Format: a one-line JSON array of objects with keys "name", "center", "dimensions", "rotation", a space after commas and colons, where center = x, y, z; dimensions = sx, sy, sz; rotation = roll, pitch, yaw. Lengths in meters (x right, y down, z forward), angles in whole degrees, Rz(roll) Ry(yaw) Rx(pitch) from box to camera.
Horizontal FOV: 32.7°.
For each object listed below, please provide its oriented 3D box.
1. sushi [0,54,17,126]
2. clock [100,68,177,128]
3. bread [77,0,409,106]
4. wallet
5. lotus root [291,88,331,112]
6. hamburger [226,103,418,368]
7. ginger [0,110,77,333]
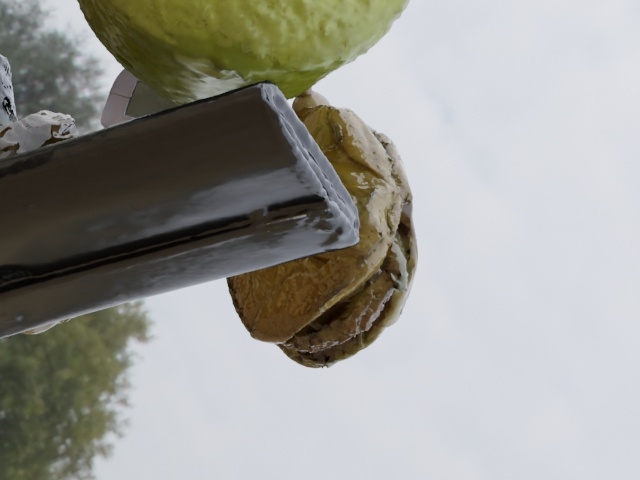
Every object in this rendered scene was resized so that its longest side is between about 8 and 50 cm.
[{"name": "sushi", "center": [-0.519, -0.182, 1.454], "dimensions": [0.124, 0.225, 0.127], "rotation": [73, 1, -69]}, {"name": "clock", "center": [-0.213, -0.160, 1.717], "dimensions": [0.189, 0.189, 0.254], "rotation": [57, 0, 20]}, {"name": "bread", "center": [-0.089, -0.299, 1.077], "dimensions": [0.348, 0.348, 0.308], "rotation": [70, -18, 0]}, {"name": "wallet", "center": [-0.186, -0.010, 0.955], "dimensions": [0.228, 0.406, 0.062], "rotation": [55, 25, -53]}, {"name": "lotus root", "center": [-0.006, -0.169, 1.591], "dimensions": [0.073, 0.062, 0.150], "rotation": [-99, 171, -69]}, {"name": "hamburger", "center": [-0.001, 0.000, 1.236], "dimensions": [0.259, 0.144, 0.283], "rotation": [-29, -131, 31]}, {"name": "ginger", "center": [-0.314, -0.018, 1.174], "dimensions": [0.221, 0.275, 0.130], "rotation": [52, -28, 10]}]
